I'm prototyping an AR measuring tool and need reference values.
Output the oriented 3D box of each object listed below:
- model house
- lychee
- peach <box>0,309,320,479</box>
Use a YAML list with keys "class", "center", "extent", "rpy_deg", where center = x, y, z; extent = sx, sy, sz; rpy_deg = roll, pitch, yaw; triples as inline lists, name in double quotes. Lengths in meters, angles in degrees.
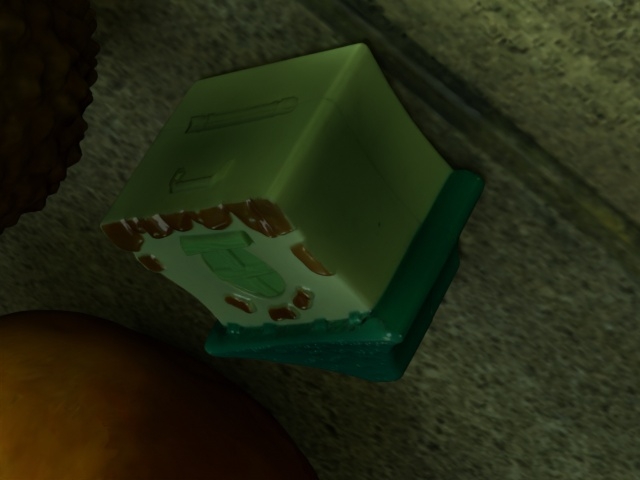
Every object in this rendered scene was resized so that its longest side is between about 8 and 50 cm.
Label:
- class: "model house"
  center: [0.000, 0.000, 0.908]
  extent: [0.127, 0.100, 0.149]
  rpy_deg: [-8, 135, 46]
- class: "lychee"
  center: [-0.197, -0.074, 0.889]
  extent: [0.200, 0.200, 0.238]
  rpy_deg: [26, 155, 8]
- class: "peach"
  center: [-0.148, 0.216, 1.098]
  extent: [0.301, 0.343, 0.343]
  rpy_deg: [36, 157, 36]
